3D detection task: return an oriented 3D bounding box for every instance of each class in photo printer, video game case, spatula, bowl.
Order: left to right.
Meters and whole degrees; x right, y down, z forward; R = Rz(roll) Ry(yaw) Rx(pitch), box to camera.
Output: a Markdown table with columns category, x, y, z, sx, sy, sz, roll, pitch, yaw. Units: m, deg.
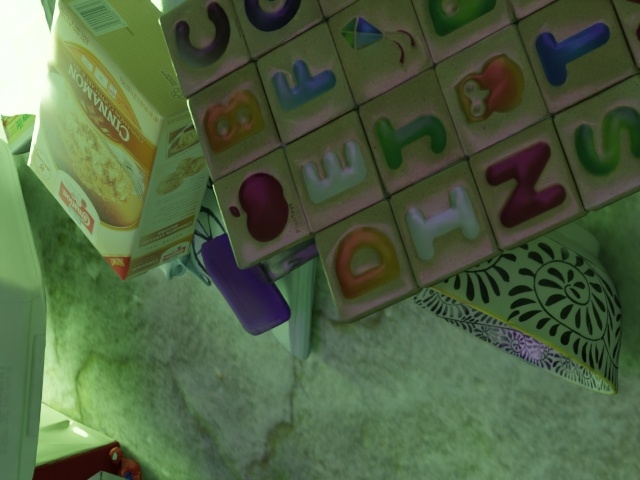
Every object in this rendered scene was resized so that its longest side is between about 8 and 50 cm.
| category | x | y | z | sx | sy | sz | roll | pitch | yaw |
| --- | --- | --- | --- | --- | --- | --- | --- | --- | --- |
| photo printer | -0.325 | 0.058 | 1.821 | 0.307 | 0.107 | 0.256 | -114 | 28 | -54 |
| video game case | -0.258 | -0.187 | 1.690 | 0.212 | 0.023 | 0.193 | -24 | 82 | 65 |
| spatula | 0.000 | 0.000 | 1.417 | 0.296 | 0.030 | 0.084 | -29 | 96 | 48 |
| bowl | 0.120 | 0.021 | 1.199 | 0.170 | 0.080 | 0.170 | 27 | 174 | 3 |

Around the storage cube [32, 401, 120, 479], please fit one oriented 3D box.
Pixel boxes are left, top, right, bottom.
| category | x | y | z | sx | sy | sz | roll | pitch | yaw |
| --- | --- | --- | --- | --- | --- | --- | --- | --- | --- |
| storage cube | -0.309 | 0.283 | 1.933 | 0.183 | 0.215 | 0.193 | 19 | 118 | 52 |

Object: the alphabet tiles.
| category | x | y | z | sx | sy | sz | roll | pitch | yaw |
| --- | --- | --- | --- | --- | --- | --- | --- | --- | --- |
| alphabet tiles | 0.056 | -0.124 | 1.124 | 0.342 | 0.011 | 0.285 | -26 | 75 | 32 |

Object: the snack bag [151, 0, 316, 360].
| category | x | y | z | sx | sy | sz | roll | pitch | yaw |
| --- | --- | --- | --- | --- | --- | --- | --- | --- | --- |
| snack bag | -0.105 | -0.099 | 1.538 | 0.342 | 0.037 | 0.323 | 40 | 139 | 38 |

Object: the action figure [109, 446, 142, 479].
| category | x | y | z | sx | sy | sz | roll | pitch | yaw |
| --- | --- | --- | --- | --- | --- | --- | --- | --- | --- |
| action figure | -0.172 | 0.249 | 1.870 | 0.115 | 0.030 | 0.038 | 67 | 153 | 6 |

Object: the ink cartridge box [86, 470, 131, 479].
| category | x | y | z | sx | sy | sz | roll | pitch | yaw |
| --- | --- | --- | --- | --- | --- | --- | --- | --- | --- |
| ink cartridge box | -0.199 | 0.276 | 1.797 | 0.150 | 0.109 | 0.063 | -35 | 46 | 36 |

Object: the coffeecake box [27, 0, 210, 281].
| category | x | y | z | sx | sy | sz | roll | pitch | yaw |
| --- | --- | --- | --- | --- | --- | --- | --- | --- | --- |
| coffeecake box | -0.150 | -0.085 | 1.514 | 0.142 | 0.068 | 0.185 | 48 | 143 | 25 |
